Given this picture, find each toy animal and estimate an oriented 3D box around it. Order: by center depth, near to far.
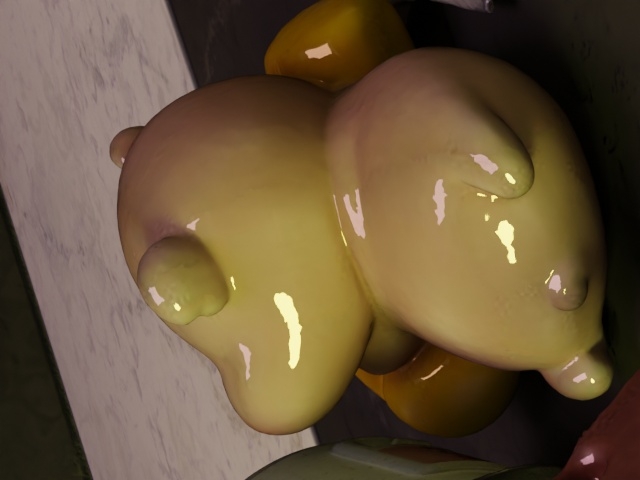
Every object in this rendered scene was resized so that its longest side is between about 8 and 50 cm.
[{"bbox_3d":[0.005,0.021,1.121,0.345,0.247,0.277,36,140,58],"label":"toy animal"}]

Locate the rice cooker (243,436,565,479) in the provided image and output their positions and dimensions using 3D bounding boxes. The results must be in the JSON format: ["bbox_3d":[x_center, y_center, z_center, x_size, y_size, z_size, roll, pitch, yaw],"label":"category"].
[{"bbox_3d":[0.063,0.244,1.057,0.316,0.316,0.264,180,102,-70],"label":"rice cooker"}]

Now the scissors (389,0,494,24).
[{"bbox_3d":[0.061,-0.163,1.171,0.212,0.021,0.110,33,141,61],"label":"scissors"}]

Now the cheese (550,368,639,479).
[{"bbox_3d":[0.212,0.137,0.860,0.177,0.203,0.128,48,163,-18],"label":"cheese"}]
